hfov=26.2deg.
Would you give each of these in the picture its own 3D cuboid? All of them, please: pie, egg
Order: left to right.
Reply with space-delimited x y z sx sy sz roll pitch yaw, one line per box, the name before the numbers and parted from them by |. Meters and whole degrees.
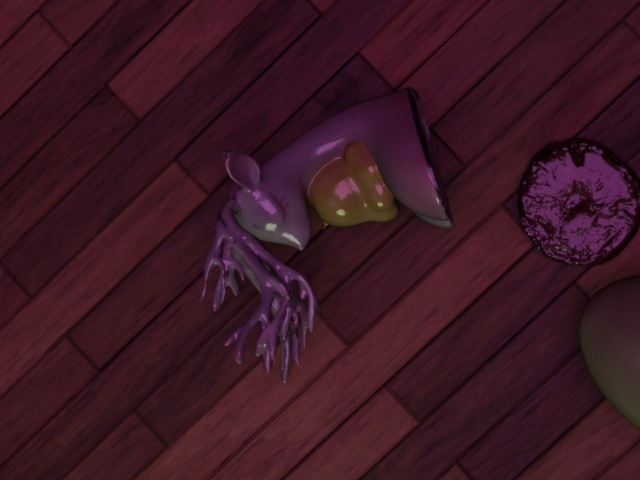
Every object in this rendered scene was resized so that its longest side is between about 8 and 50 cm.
pie | 0.303 -0.045 1.607 0.154 0.036 0.154 0 92 7
egg | 0.406 0.135 1.526 0.253 0.188 0.189 27 95 13

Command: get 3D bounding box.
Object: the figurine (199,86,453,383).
figurine | -0.005 -0.006 1.572 0.315 0.206 0.284 -19 79 12
